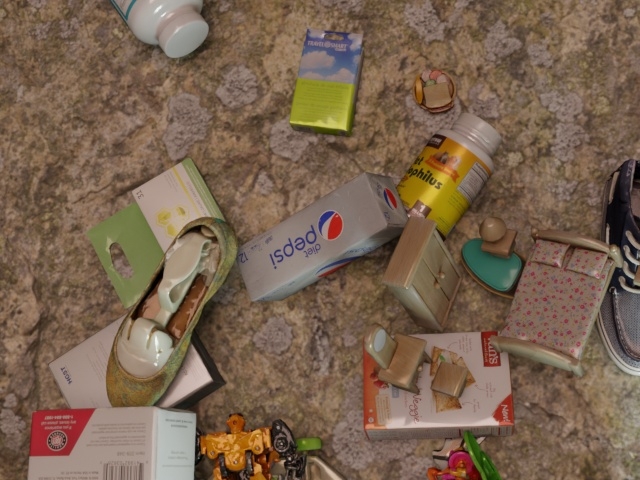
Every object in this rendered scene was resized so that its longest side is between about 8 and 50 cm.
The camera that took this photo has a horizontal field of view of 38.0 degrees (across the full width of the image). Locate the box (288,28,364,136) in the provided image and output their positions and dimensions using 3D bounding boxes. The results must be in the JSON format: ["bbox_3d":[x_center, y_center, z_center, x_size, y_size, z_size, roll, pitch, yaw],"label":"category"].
[{"bbox_3d":[0.013,-0.278,1.638,0.109,0.042,0.178,8,80,10],"label":"box"}]

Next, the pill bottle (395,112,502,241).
[{"bbox_3d":[0.205,-0.101,1.532,0.117,0.117,0.215,35,85,14],"label":"pill bottle"}]

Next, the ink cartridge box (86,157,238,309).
[{"bbox_3d":[-0.284,-0.012,1.626,0.235,0.056,0.171,-30,76,0],"label":"ink cartridge box"}]

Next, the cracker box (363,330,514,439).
[{"bbox_3d":[0.185,0.230,1.475,0.232,0.067,0.156,-4,62,8],"label":"cracker box"}]

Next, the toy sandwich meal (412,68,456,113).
[{"bbox_3d":[0.197,-0.261,1.611,0.085,0.029,0.086,-2,78,9],"label":"toy sandwich meal"}]

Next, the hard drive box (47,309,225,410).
[{"bbox_3d":[-0.308,0.224,1.561,0.232,0.089,0.181,-32,75,1],"label":"hard drive box"}]

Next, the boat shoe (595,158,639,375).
[{"bbox_3d":[0.491,0.033,1.437,0.127,0.158,0.341,-3,78,9],"label":"boat shoe"}]

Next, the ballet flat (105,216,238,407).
[{"bbox_3d":[-0.246,0.112,1.471,0.123,0.123,0.349,28,81,13],"label":"ballet flat"}]

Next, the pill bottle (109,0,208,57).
[{"bbox_3d":[-0.309,-0.456,1.674,0.146,0.146,0.264,-36,76,0],"label":"pill bottle"}]

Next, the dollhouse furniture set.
[{"bbox_3d":[0.280,0.099,1.339,0.355,0.174,0.303,13,68,32],"label":"dollhouse furniture set"}]

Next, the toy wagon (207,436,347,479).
[{"bbox_3d":[-0.112,0.460,1.493,0.344,0.068,0.267,-6,77,9],"label":"toy wagon"}]

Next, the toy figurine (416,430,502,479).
[{"bbox_3d":[0.194,0.396,1.428,0.159,0.130,0.173,-27,104,13],"label":"toy figurine"}]

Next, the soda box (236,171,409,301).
[{"bbox_3d":[0.000,0.000,1.502,0.286,0.091,0.098,-30,73,28],"label":"soda box"}]

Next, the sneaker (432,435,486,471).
[{"bbox_3d":[0.224,0.323,1.481,0.109,0.040,0.044,-39,73,-1],"label":"sneaker"}]

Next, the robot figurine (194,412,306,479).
[{"bbox_3d":[-0.116,0.411,1.424,0.211,0.085,0.291,-7,78,8],"label":"robot figurine"}]

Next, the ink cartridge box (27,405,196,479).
[{"bbox_3d":[-0.311,0.403,1.373,0.226,0.131,0.306,-4,77,20],"label":"ink cartridge box"}]

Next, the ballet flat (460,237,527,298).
[{"bbox_3d":[0.326,0.072,1.497,0.232,0.073,0.080,32,84,34],"label":"ballet flat"}]
